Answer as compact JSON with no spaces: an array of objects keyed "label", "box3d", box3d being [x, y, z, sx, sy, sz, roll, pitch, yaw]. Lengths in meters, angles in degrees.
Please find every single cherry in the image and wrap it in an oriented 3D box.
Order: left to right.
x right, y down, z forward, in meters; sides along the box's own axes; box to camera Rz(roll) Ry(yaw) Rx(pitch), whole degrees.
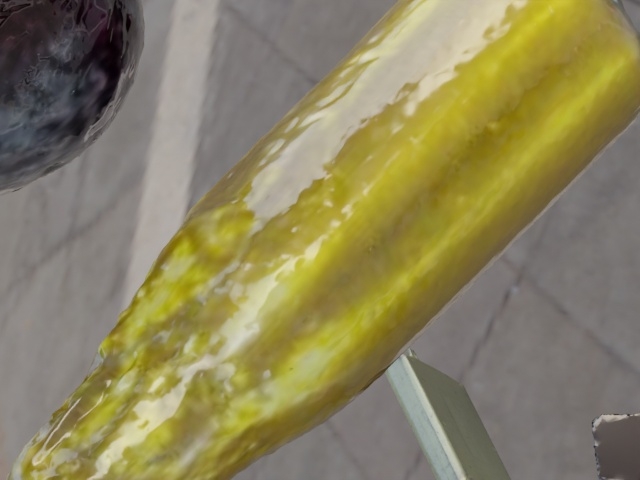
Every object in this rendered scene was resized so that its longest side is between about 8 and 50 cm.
[{"label":"cherry","box3d":[-0.220,-0.135,0.962,0.218,0.255,0.296,-55,23,-2]}]

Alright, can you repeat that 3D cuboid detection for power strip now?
[{"label":"power strip","box3d":[0.099,0.148,1.340,0.028,0.076,0.169,-48,36,18]}]

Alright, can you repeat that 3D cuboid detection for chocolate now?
[{"label":"chocolate","box3d":[0.000,0.000,0.983,0.445,0.162,0.162,-44,15,-24]}]

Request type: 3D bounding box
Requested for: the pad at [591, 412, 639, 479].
[{"label":"pad","box3d":[0.205,0.178,0.729,0.004,0.164,0.243,88,-179,-57]}]
